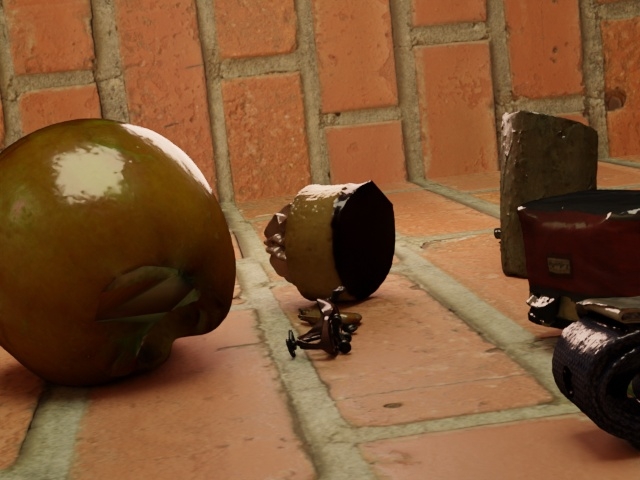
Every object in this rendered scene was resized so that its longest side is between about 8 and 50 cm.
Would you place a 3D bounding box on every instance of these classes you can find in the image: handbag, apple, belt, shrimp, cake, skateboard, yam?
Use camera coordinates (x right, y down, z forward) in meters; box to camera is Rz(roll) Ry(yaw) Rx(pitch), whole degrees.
[{"bbox_3d":[0.351,0.036,1.375,0.181,0.181,0.254,-12,8,-30],"label":"handbag"},{"bbox_3d":[-0.278,0.029,1.523,0.374,0.374,0.384,0,-29,32],"label":"apple"},{"bbox_3d":[0.334,0.106,1.059,0.231,0.139,0.126,-9,10,-5],"label":"belt"},{"bbox_3d":[0.015,0.110,1.655,0.059,0.023,0.108,-1,3,-44],"label":"shrimp"},{"bbox_3d":[0.000,0.000,1.819,0.178,0.185,0.207,5,36,36],"label":"cake"},{"bbox_3d":[0.000,0.116,1.518,0.080,0.067,0.151,-14,11,8],"label":"skateboard"},{"bbox_3d":[0.371,-0.073,1.875,0.161,0.267,0.161,1,0,0],"label":"yam"}]

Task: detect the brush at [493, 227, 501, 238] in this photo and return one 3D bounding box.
[{"bbox_3d":[0.431,-0.005,2.051,0.070,0.051,0.323,-4,3,-32],"label":"brush"}]

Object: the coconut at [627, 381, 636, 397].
[{"bbox_3d":[0.338,0.118,1.169,0.088,0.087,0.096,-2,22,26],"label":"coconut"}]
